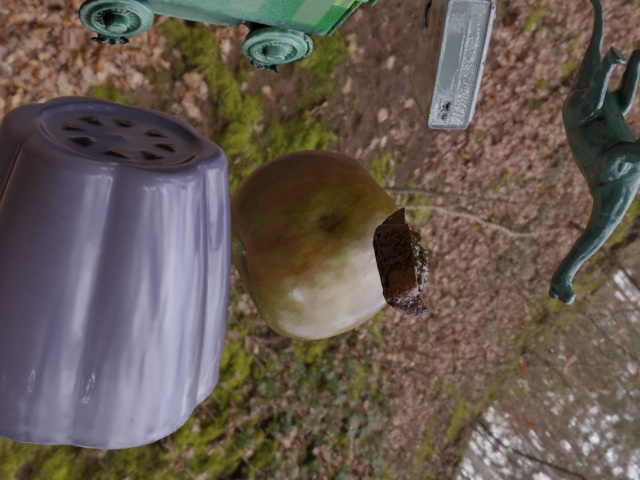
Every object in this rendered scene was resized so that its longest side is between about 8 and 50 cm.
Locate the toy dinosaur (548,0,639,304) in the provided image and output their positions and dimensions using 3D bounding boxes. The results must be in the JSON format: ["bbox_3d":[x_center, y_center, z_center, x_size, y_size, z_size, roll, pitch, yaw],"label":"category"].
[{"bbox_3d":[0.405,-0.136,1.161,0.129,0.384,0.331,1,146,-35],"label":"toy dinosaur"}]

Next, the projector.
[{"bbox_3d":[0.151,-0.217,0.846,0.115,0.061,0.147,-100,-166,-59],"label":"projector"}]

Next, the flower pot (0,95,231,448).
[{"bbox_3d":[-0.194,0.011,0.665,0.265,0.265,0.243,-48,159,-66],"label":"flower pot"}]

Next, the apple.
[{"bbox_3d":[0.000,0.000,1.026,0.264,0.264,0.264,-39,-176,3],"label":"apple"}]

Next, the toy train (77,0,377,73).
[{"bbox_3d":[-0.098,-0.259,0.671,0.300,0.120,0.202,4,166,-23],"label":"toy train"}]

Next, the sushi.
[{"bbox_3d":[0.084,0.019,0.755,0.055,0.052,0.120,-12,-142,2],"label":"sushi"}]
